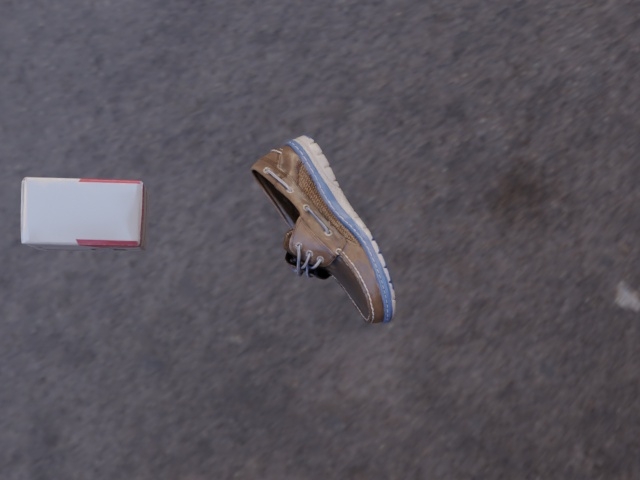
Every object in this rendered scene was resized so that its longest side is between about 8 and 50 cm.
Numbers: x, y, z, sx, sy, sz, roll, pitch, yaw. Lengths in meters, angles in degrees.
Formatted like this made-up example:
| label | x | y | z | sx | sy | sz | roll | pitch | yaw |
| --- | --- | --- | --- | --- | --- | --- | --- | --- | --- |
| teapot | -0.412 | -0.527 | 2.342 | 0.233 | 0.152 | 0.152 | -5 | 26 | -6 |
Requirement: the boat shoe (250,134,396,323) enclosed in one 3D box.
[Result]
| label | x | y | z | sx | sy | sz | roll | pitch | yaw |
| --- | --- | --- | --- | --- | --- | --- | --- | --- | --- |
| boat shoe | 0.000 | 0.000 | 1.334 | 0.183 | 0.066 | 0.066 | 59 | 162 | 22 |

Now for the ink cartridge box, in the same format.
| label | x | y | z | sx | sy | sz | roll | pitch | yaw |
| --- | --- | --- | --- | --- | --- | --- | --- | --- | --- |
| ink cartridge box | -0.219 | -0.022 | 1.473 | 0.109 | 0.150 | 0.063 | 1 | 87 | -4 |
